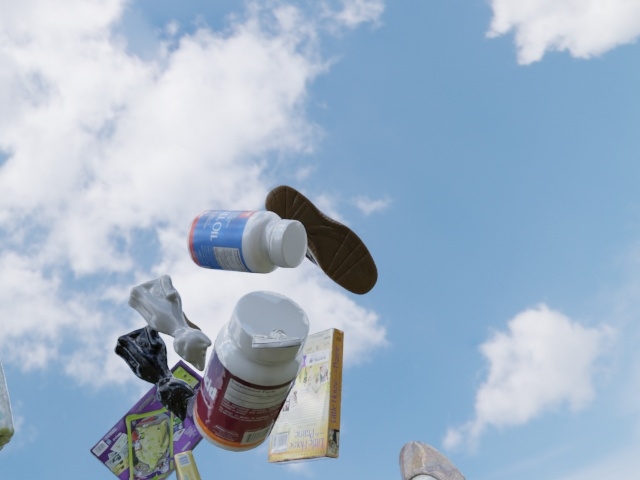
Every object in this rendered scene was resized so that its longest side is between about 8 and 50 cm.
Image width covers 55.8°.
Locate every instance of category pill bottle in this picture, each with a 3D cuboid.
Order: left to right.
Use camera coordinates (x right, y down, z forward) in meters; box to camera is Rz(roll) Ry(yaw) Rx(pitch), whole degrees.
[{"bbox_3d":[-0.142,0.001,1.185,0.124,0.221,0.124,-8,-81,-61],"label":"pill bottle"},{"bbox_3d":[-0.176,0.331,1.531,0.224,0.224,0.392,2,-52,-29],"label":"pill bottle"}]

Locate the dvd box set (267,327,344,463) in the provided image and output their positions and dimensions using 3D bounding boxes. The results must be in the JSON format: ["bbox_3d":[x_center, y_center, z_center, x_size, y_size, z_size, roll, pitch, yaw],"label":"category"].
[{"bbox_3d":[-0.048,0.533,2.060,0.062,0.421,0.307,25,-36,-34],"label":"dvd box set"}]

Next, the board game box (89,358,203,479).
[{"bbox_3d":[-0.440,0.525,1.698,0.347,0.208,0.056,-45,-22,-31],"label":"board game box"}]

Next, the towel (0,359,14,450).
[{"bbox_3d":[-0.748,0.338,1.157,0.374,0.320,0.090,-41,-31,9],"label":"towel"}]

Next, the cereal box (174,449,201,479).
[{"bbox_3d":[-0.291,0.633,1.388,0.047,0.173,0.240,-10,-60,-23],"label":"cereal box"}]

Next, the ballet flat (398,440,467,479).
[{"bbox_3d":[0.199,0.432,0.891,0.106,0.316,0.108,10,-61,-45],"label":"ballet flat"}]

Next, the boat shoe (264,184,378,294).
[{"bbox_3d":[0.000,0.000,1.499,0.342,0.123,0.123,40,-97,-2],"label":"boat shoe"}]

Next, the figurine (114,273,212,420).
[{"bbox_3d":[-0.292,0.206,1.163,0.092,0.209,0.215,-10,-47,-46],"label":"figurine"}]

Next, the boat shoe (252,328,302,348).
[{"bbox_3d":[-0.080,0.178,1.101,0.100,0.035,0.035,-8,-13,26],"label":"boat shoe"}]

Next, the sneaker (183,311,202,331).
[{"bbox_3d":[-0.384,0.233,1.658,0.118,0.042,0.067,45,-44,-5],"label":"sneaker"}]
